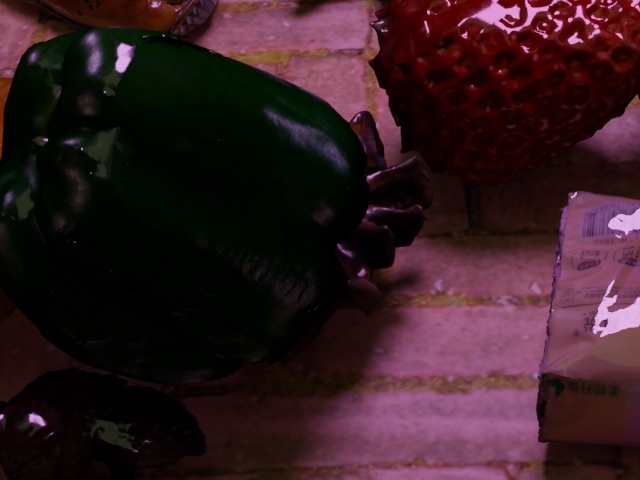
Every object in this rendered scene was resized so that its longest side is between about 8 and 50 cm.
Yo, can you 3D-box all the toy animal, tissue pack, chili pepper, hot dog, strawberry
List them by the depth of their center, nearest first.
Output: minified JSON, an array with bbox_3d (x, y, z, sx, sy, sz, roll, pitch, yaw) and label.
[{"bbox_3d":[-0.198,0.131,1.401,0.218,0.179,0.116,-1,70,7],"label":"toy animal"},{"bbox_3d":[-0.114,-0.038,1.418,0.233,0.257,0.248,-22,52,43],"label":"chili pepper"},{"bbox_3d":[0.297,0.061,1.429,0.257,0.123,0.215,2,46,12],"label":"tissue pack"},{"bbox_3d":[0.176,-0.152,1.594,0.244,0.205,0.205,-12,38,30],"label":"strawberry"},{"bbox_3d":[-0.208,-0.284,1.882,0.270,0.082,0.162,24,82,27],"label":"hot dog"}]

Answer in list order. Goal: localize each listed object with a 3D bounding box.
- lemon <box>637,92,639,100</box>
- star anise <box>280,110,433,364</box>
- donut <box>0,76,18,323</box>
[{"bbox_3d":[0.352,-0.142,1.600,0.170,0.170,0.207,-19,47,-10],"label":"lemon"},{"bbox_3d":[-0.005,0.005,1.559,0.220,0.099,0.214,-37,32,-4],"label":"star anise"},{"bbox_3d":[-0.325,-0.010,1.577,0.303,0.110,0.303,-18,35,13],"label":"donut"}]
